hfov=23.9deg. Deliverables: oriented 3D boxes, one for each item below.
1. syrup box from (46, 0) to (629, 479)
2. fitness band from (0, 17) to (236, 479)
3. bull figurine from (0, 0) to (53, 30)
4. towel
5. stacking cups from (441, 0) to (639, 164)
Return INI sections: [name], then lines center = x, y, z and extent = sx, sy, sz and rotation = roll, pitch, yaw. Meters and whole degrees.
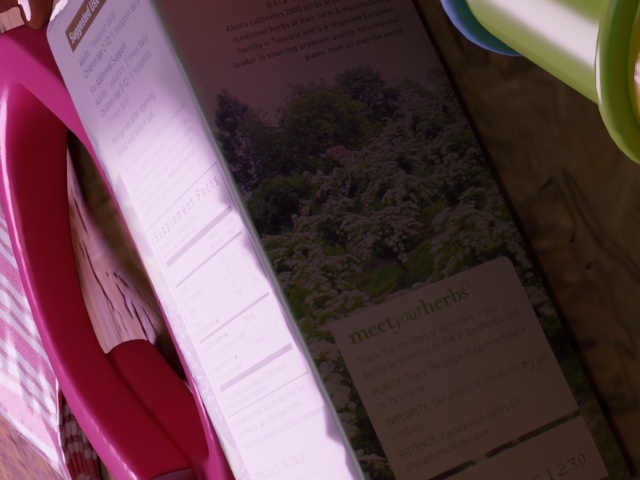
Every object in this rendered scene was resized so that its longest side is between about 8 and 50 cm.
[syrup box]
center = 0.000, 0.000, 0.524
extent = 0.236, 0.093, 0.096
rotation = 65, 151, 8
[fitness band]
center = -0.095, 0.008, 0.695
extent = 0.291, 0.054, 0.209
rotation = 36, 139, 58
[bull figurine]
center = -0.161, -0.234, 0.574
extent = 0.188, 0.101, 0.310
rotation = 30, 131, 58
[towel]
center = -0.189, 0.053, 0.935
extent = 0.144, 0.029, 0.197
rotation = 32, 133, 48
[stacking cups]
center = 0.046, -0.105, 0.393
extent = 0.316, 0.096, 0.096
rotation = 44, 141, 41
